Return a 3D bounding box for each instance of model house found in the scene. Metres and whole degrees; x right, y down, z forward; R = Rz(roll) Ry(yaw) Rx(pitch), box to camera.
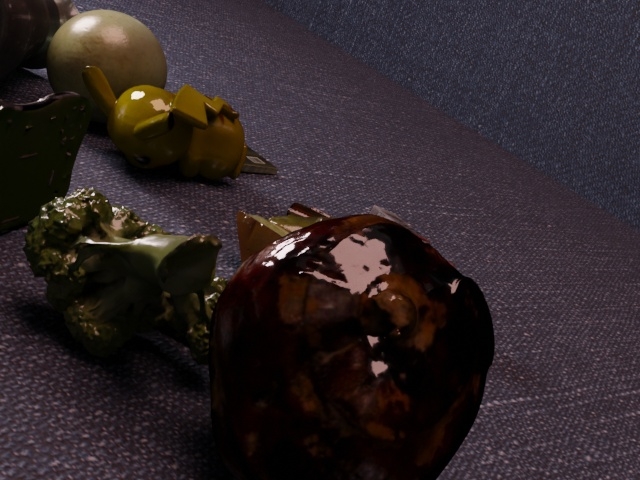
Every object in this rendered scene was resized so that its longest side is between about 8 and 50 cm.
[{"bbox_3d":[-0.469,-0.130,1.473,0.154,0.207,0.294,25,18,12],"label":"model house"}]

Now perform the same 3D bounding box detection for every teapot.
[{"bbox_3d":[-0.646,-0.420,2.039,0.300,0.253,0.344,-6,8,10],"label":"teapot"}]

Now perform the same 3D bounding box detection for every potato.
[{"bbox_3d":[0.000,0.000,1.850,0.225,0.090,0.117,7,10,-33],"label":"potato"}]

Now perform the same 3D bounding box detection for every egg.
[{"bbox_3d":[-0.409,-0.336,2.081,0.218,0.218,0.295,28,6,13],"label":"egg"}]

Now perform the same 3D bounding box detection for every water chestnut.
[{"bbox_3d":[0.008,0.147,1.201,0.335,0.335,0.347,9,-15,-37],"label":"water chestnut"}]

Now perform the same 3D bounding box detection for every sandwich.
[{"bbox_3d":[-0.044,0.048,1.671,0.094,0.096,0.258,12,20,-49],"label":"sandwich"}]

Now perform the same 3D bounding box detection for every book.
[{"bbox_3d":[-0.215,-0.205,2.246,0.228,0.024,0.160,37,22,33],"label":"book"}]

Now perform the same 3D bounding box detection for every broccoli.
[{"bbox_3d":[-0.210,0.071,1.278,0.302,0.186,0.254,29,-14,44],"label":"broccoli"}]

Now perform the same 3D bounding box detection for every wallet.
[{"bbox_3d":[0.056,-0.009,2.029,0.255,0.031,0.137,27,14,1],"label":"wallet"}]

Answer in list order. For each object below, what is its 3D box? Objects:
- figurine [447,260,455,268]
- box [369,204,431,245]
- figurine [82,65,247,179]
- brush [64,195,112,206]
[{"bbox_3d":[0.214,0.096,1.816,0.157,0.126,0.114,25,62,9],"label":"figurine"},{"bbox_3d":[0.152,-0.018,2.103,0.055,0.039,0.218,23,9,-22],"label":"box"},{"bbox_3d":[-0.270,-0.206,1.962,0.218,0.169,0.327,32,19,36],"label":"figurine"},{"bbox_3d":[-0.324,-0.033,1.620,0.083,0.011,0.205,4,16,-42],"label":"brush"}]
